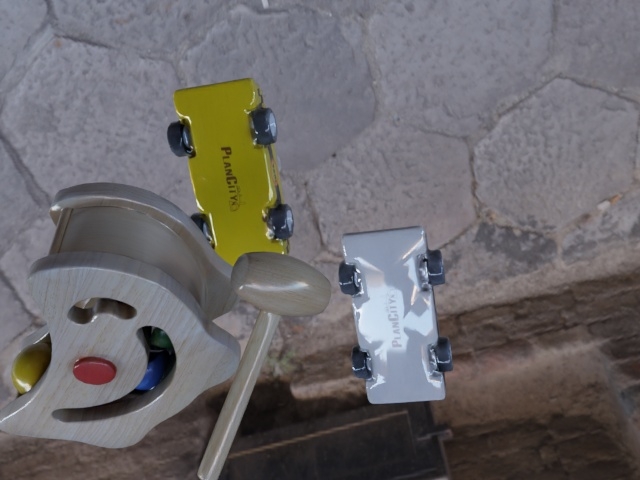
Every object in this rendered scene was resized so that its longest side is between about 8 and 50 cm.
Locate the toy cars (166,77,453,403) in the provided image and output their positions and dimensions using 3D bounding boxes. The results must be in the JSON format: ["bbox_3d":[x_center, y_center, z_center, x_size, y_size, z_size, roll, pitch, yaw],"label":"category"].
[{"bbox_3d":[0.000,0.000,0.677,0.394,0.087,0.176,41,111,-5],"label":"toy cars"}]

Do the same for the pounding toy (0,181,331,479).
[{"bbox_3d":[-0.136,0.073,0.442,0.154,0.154,0.269,32,125,-31],"label":"pounding toy"}]
